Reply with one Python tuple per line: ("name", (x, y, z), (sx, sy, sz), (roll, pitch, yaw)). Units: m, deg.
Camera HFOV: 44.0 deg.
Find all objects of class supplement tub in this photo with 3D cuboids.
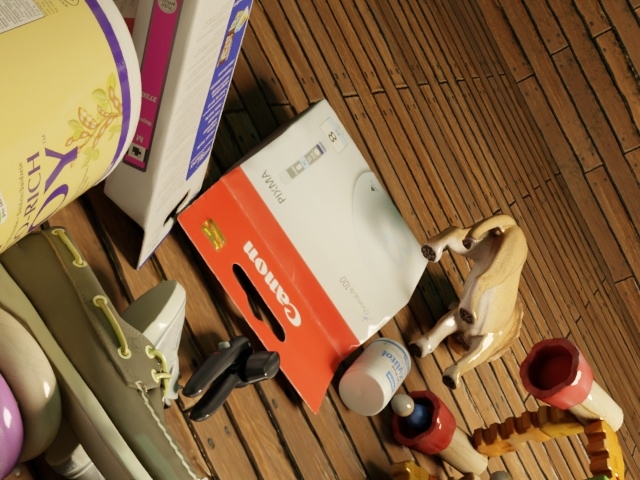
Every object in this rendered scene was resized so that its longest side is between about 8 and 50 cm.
("supplement tub", (0.077, 0.186, 1.094), (0.071, 0.071, 0.107), (60, 31, -6))
("supplement tub", (-0.308, -0.084, 0.571), (0.241, 0.241, 0.331), (55, 33, -14))

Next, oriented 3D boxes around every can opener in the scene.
("can opener", (-0.102, 0.140, 0.843), (0.059, 0.073, 0.186), (68, 17, 1))

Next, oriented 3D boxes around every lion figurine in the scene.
("lion figurine", (0.259, 0.076, 1.242), (0.240, 0.392, 0.142), (-34, 62, -30))

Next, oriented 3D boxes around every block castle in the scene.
("block castle", (0.223, 0.363, 0.959), (0.213, 0.303, 0.454), (40, 37, -31))

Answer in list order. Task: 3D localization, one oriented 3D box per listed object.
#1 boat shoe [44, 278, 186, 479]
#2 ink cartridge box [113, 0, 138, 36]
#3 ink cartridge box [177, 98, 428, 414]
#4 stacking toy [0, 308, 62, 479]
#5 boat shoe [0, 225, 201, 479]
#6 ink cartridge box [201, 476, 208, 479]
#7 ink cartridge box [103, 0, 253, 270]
("boat shoe", (-0.178, 0.138, 0.763), (0.081, 0.079, 0.228), (53, 38, -29))
("ink cartridge box", (-0.259, -0.298, 0.793), (0.237, 0.172, 0.100), (33, 37, -2))
("ink cartridge box", (0.000, 0.000, 1.092), (0.308, 0.091, 0.385), (57, 29, -12))
("stacking toy", (-0.321, 0.165, 0.484), (0.141, 0.141, 0.330), (59, 36, -7))
("boat shoe", (-0.178, 0.103, 0.649), (0.091, 0.109, 0.305), (-30, 64, -31))
("ink cartridge box", (-0.122, 0.340, 0.669), (0.160, 0.092, 0.220), (-26, 89, -59))
("ink cartridge box", (-0.143, -0.158, 0.823), (0.069, 0.371, 0.176), (23, 37, 3))
